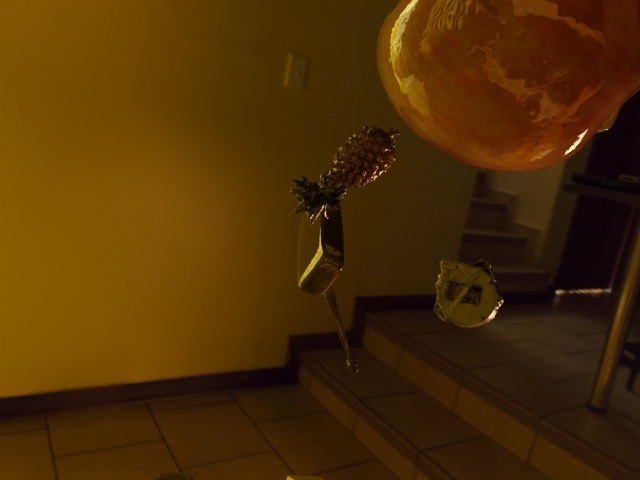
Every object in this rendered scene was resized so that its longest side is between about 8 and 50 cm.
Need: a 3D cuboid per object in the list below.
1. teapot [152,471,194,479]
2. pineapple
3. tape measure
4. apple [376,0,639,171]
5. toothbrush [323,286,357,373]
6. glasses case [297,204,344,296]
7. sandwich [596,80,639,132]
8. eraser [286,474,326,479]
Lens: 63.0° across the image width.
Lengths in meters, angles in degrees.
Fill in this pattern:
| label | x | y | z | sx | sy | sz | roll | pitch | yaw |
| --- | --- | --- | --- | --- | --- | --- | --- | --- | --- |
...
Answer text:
| label | x | y | z | sx | sy | sz | roll | pitch | yaw |
| --- | --- | --- | --- | --- | --- | --- | --- | --- | --- |
| teapot | -0.381 | 0.731 | 1.344 | 0.203 | 0.225 | 0.171 | -20 | 26 | -13 |
| pineapple | 0.044 | -0.120 | 0.894 | 0.083 | 0.221 | 0.103 | 25 | 36 | -44 |
| tape measure | 0.199 | 0.071 | 0.707 | 0.091 | 0.094 | 0.054 | -2 | -14 | 18 |
| apple | 0.276 | -0.295 | 0.757 | 0.347 | 0.391 | 0.391 | 33 | 10 | -5 |
| toothbrush | 0.060 | 0.262 | 1.520 | 0.030 | 0.297 | 0.030 | -19 | 20 | -5 |
| glasses case | 0.000 | 0.000 | 1.345 | 0.074 | 0.131 | 0.323 | 27 | 31 | -18 |
| sandwich | 0.768 | -0.444 | 1.468 | 0.226 | 0.251 | 0.087 | 38 | -3 | -3 |
| eraser | -0.018 | 0.600 | 1.252 | 0.097 | 0.045 | 0.122 | 12 | -11 | -24 |
